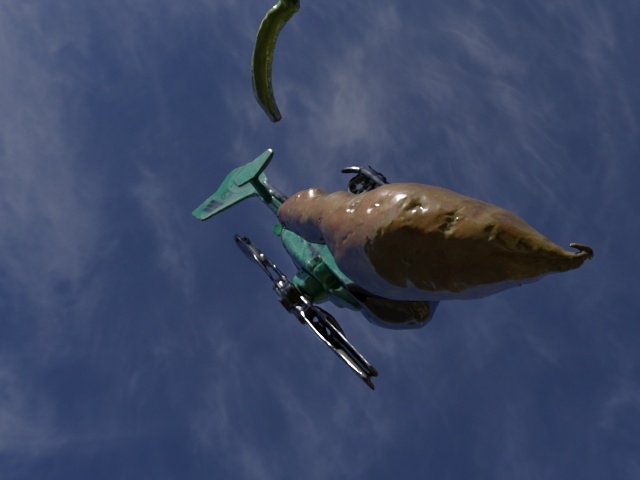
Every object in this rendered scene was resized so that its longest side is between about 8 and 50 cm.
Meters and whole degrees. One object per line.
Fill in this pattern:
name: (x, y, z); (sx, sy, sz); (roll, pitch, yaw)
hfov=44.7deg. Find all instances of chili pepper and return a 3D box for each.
chili pepper: (-0.027, -0.109, 0.470); (0.030, 0.017, 0.083); (-2, -56, -30)

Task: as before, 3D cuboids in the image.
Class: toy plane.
toy plane: (0.000, 0.000, 0.777); (0.155, 0.382, 0.106); (-41, -46, -7)

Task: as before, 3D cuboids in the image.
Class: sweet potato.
sweet potato: (0.038, -0.002, 0.497); (0.075, 0.269, 0.074); (-7, -78, -37)
